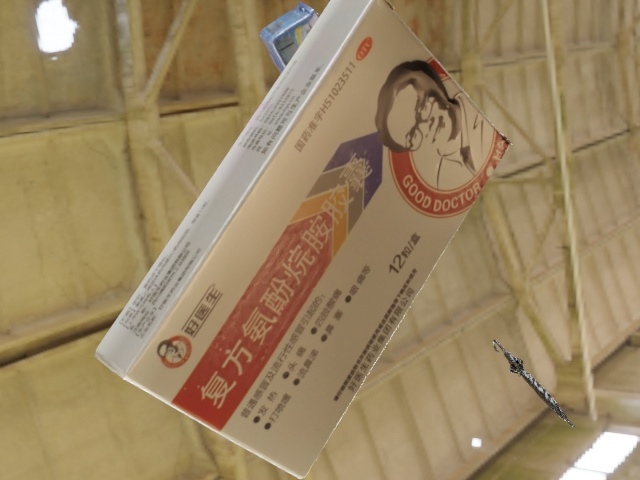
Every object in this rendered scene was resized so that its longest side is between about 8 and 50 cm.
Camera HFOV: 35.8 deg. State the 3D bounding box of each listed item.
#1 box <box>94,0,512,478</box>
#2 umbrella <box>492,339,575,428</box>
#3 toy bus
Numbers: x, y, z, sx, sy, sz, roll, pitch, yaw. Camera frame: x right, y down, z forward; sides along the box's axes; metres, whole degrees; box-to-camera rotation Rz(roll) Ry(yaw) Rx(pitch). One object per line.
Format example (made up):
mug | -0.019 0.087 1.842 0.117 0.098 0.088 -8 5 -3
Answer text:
box | 0.000 0.000 0.820 0.214 0.069 0.353 39 -102 -38
umbrella | 0.245 0.163 1.148 0.022 0.149 0.022 -26 -45 -18
toy bus | 0.012 -0.183 1.260 0.236 0.094 0.079 61 -177 -26
